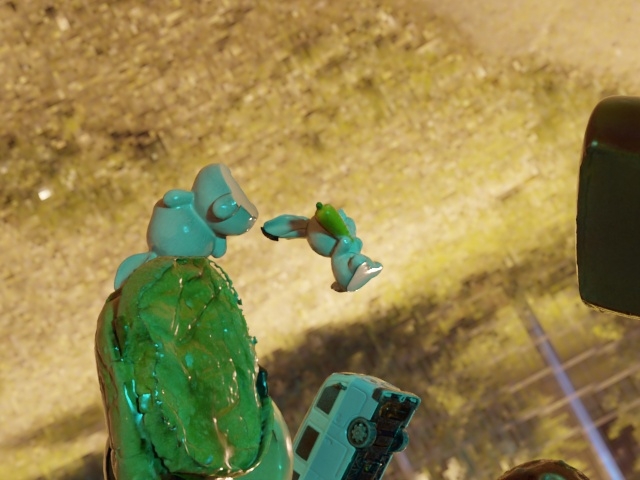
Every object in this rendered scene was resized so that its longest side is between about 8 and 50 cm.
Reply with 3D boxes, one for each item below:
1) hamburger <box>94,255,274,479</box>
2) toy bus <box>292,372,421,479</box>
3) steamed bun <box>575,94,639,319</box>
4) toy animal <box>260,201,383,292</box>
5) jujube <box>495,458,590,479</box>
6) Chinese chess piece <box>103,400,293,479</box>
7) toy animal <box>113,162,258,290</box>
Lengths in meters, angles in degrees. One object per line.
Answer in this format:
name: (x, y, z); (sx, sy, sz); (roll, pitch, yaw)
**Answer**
hamburger: (-0.164, 0.165, 1.549); (0.134, 0.285, 0.265); (-16, 172, 29)
toy bus: (0.040, 0.355, 2.385); (0.133, 0.164, 0.271); (19, 99, -51)
steamed bun: (0.531, -0.059, 2.163); (0.248, 0.235, 0.379); (-46, 139, -43)
toy animal: (0.000, 0.000, 2.142); (0.127, 0.182, 0.131); (-47, 157, 15)
jujube: (0.283, 0.360, 1.582); (0.155, 0.230, 0.155); (-31, -155, 16)
Chinese chess piece: (-0.160, 0.290, 1.799); (0.249, 0.250, 0.103); (-29, 177, 3)
toy animal: (-0.192, -0.009, 1.833); (0.212, 0.124, 0.124); (-36, 166, 3)
